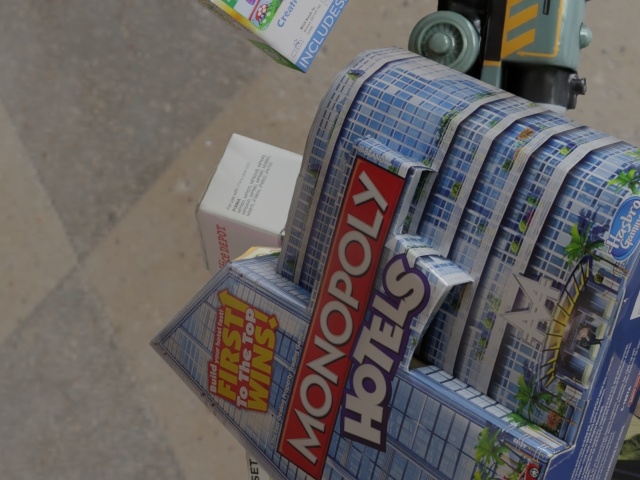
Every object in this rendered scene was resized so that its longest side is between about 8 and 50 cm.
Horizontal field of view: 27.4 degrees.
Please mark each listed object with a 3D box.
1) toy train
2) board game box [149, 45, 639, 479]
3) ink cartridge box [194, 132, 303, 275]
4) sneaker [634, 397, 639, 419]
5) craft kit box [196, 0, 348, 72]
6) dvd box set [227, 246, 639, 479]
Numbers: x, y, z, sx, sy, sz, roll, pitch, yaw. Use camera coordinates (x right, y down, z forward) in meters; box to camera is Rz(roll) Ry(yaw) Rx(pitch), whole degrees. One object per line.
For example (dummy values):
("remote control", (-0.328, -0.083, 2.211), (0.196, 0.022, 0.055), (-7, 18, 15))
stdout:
("toy train", (0.208, -0.286, 1.424), (0.190, 0.142, 0.334), (7, 90, 18))
("board game box", (0.024, 0.033, 0.506), (0.194, 0.060, 0.194), (28, 115, 35))
("ink cartridge box", (0.000, 0.000, 1.583), (0.273, 0.197, 0.114), (18, 66, 8))
("sneaker", (0.181, 0.010, 0.586), (0.111, 0.297, 0.129), (-34, 88, -8))
("craft kit box", (-0.043, -0.320, 1.204), (0.061, 0.246, 0.250), (29, 87, 45))
("dvd box set", (0.135, 0.162, 1.000), (0.420, 0.062, 0.308), (3, 107, 26))
